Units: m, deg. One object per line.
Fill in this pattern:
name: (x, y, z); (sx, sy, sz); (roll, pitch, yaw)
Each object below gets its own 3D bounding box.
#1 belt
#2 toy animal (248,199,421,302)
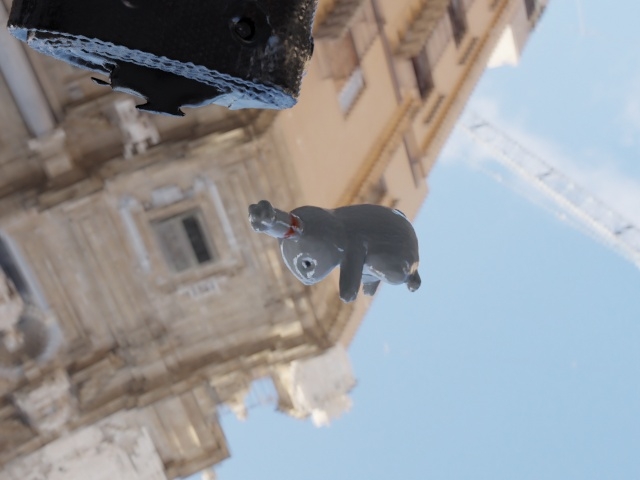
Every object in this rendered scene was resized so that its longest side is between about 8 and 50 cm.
belt: (-0.151, -0.202, 1.258); (0.289, 0.164, 0.184); (13, 175, -16)
toy animal: (0.005, 0.014, 1.843); (0.282, 0.138, 0.140); (1, -178, -31)
